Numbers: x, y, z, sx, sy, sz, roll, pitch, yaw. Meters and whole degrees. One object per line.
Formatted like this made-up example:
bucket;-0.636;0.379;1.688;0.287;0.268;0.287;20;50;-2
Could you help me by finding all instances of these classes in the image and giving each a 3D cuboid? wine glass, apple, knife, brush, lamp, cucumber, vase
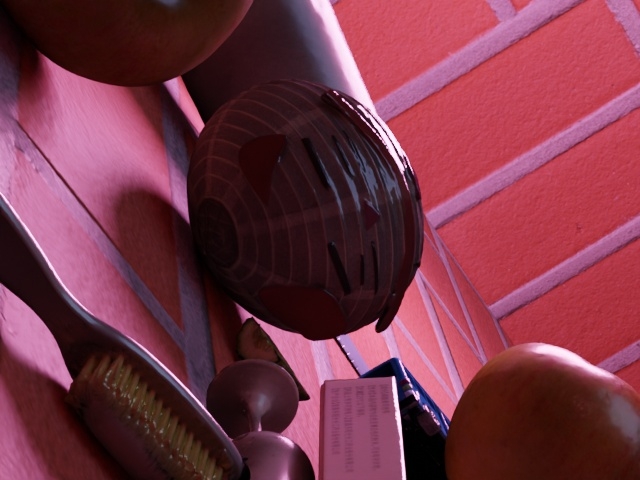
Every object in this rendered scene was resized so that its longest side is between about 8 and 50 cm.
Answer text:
wine glass;-0.045;0.166;1.349;0.079;0.079;0.195;55;9;-21
apple;0.245;0.228;1.840;0.261;0.194;0.261;36;-10;7
knife;0.014;0.095;2.144;0.313;0.019;0.044;57;16;-9
brush;-0.152;0.082;1.149;0.297;0.068;0.060;51;33;-21
apple;-0.185;-0.269;1.585;0.234;0.257;0.257;22;-22;47
lamp;-0.018;-0.026;1.722;0.233;0.233;0.265;-16;85;-81
cucumber;-0.043;0.122;1.659;0.067;0.035;0.107;51;-3;38
vase;-0.033;-0.146;2.043;0.291;0.245;0.245;64;8;-2

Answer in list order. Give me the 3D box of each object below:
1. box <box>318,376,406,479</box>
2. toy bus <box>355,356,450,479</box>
box;0.032;0.247;1.259;0.343;0.065;0.200;-89;177;-75
toy bus;0.104;0.222;1.960;0.184;0.090;0.106;51;9;-36
